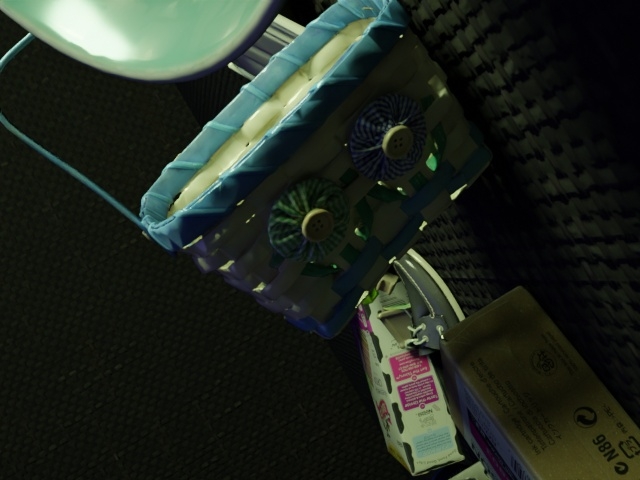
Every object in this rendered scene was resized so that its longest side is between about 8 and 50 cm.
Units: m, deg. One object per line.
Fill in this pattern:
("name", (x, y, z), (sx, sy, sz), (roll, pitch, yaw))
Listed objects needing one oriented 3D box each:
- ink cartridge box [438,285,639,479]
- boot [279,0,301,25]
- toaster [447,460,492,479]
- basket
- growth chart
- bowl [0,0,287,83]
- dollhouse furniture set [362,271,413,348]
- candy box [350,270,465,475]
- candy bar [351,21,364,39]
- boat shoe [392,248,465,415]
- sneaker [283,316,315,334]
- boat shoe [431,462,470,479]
("ink cartridge box", (0.196, 0.180, 0.860), (0.235, 0.088, 0.193), (55, 171, 30))
("boot", (-0.094, -0.265, 1.045), (0.219, 0.082, 0.106), (44, 165, 45))
("toaster", (0.188, 0.287, 1.028), (0.110, 0.168, 0.185), (63, 173, -21))
("basket", (-0.040, -0.098, 0.739), (0.289, 0.255, 0.201), (42, 179, -13))
("growth chart", (-0.032, -0.168, 1.022), (0.172, 0.021, 0.237), (30, 172, -1))
("bowl", (-0.071, -0.238, 0.432), (0.311, 0.163, 0.311), (31, 144, 27))
("dollhouse furniture set", (0.089, 0.050, 1.214), (0.152, 0.076, 0.058), (51, -139, -23))
("candy box", (0.097, 0.159, 1.334), (0.159, 0.071, 0.233), (171, 81, -83))
("candy bar", (0.055, -0.126, 0.853), (0.161, 0.018, 0.040), (61, 177, -15))
("boat shoe", (0.124, 0.104, 1.135), (0.206, 0.065, 0.075), (60, 173, -1))
("sneaker", (0.000, 0.000, 1.284), (0.097, 0.135, 0.276), (16, 141, 18))
("boat shoe", (0.250, 0.388, 1.395), (0.258, 0.109, 0.089), (44, 170, -14))
